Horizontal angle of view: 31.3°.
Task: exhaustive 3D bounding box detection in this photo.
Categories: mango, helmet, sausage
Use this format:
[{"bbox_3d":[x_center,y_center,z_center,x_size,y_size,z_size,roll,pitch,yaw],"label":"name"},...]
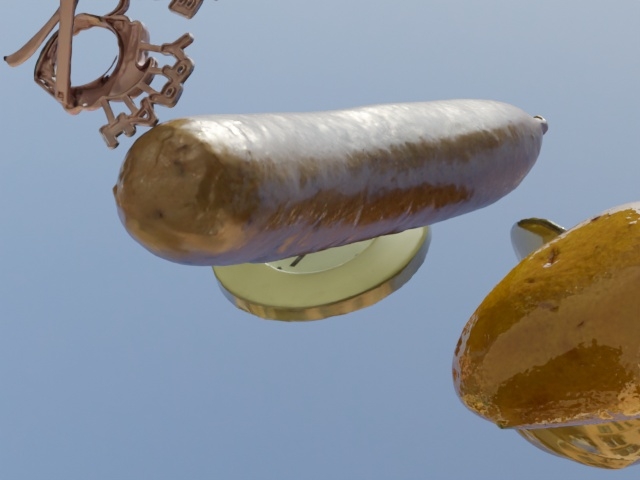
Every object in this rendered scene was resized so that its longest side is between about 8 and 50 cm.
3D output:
[{"bbox_3d":[0.193,0.062,0.805,0.227,0.109,0.147,-35,-121,19],"label":"mango"},{"bbox_3d":[0.224,0.119,1.035,0.140,0.205,0.257,-44,-86,-11],"label":"helmet"},{"bbox_3d":[0.027,-0.060,0.999,0.136,0.501,0.123,-37,-108,40],"label":"sausage"}]

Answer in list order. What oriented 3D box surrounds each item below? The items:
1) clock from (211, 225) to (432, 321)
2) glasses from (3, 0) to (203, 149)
[{"bbox_3d":[0.000,0.000,1.187,0.235,0.235,0.029,7,-47,27],"label":"clock"},{"bbox_3d":[-0.145,-0.199,0.884,0.162,0.095,0.255,20,-98,26],"label":"glasses"}]
